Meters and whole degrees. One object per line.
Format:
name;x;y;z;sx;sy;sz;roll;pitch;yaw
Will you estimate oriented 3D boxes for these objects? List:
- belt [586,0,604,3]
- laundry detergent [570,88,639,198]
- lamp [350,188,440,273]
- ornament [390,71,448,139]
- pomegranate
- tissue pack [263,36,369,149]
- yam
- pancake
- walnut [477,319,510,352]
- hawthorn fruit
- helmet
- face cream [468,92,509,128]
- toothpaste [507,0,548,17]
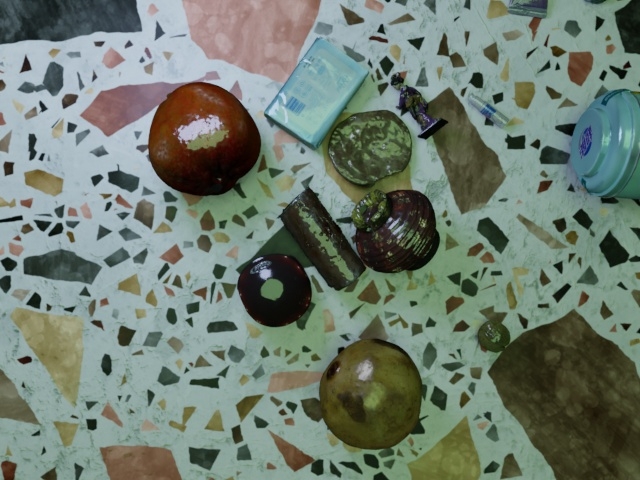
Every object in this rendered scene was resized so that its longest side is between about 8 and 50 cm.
belt;0.803;-0.746;1.720;0.105;0.058;0.140;28;88;2
laundry detergent;0.848;-0.247;1.594;0.305;0.287;0.287;5;88;-2
lamp;0.194;-0.029;1.591;0.247;0.247;0.247;0;88;-2
ornament;0.255;-0.376;1.687;0.081;0.088;0.203;-44;77;21
pomegranate;0.131;0.390;1.553;0.281;0.281;0.281;0;88;-2
tissue pack;-0.011;-0.402;1.665;0.177;0.089;0.263;35;85;-2
yam;0.001;-0.001;1.637;0.131;0.131;0.280;-35;90;-3
pancake;0.141;-0.259;1.689;0.222;0.042;0.236;45;84;4
walnut;0.480;0.266;1.670;0.092;0.092;0.092;0;88;-2
hawthorn fruit;-0.296;-0.265;1.568;0.295;0.295;0.311;3;65;-2
helmet;-0.120;0.133;1.606;0.189;0.193;0.216;-27;132;-2
face cream;0.472;-0.369;1.709;0.130;0.034;0.034;38;87;-1
toothpaste;0.611;-0.792;1.714;0.114;0.073;0.299;7;96;-2
